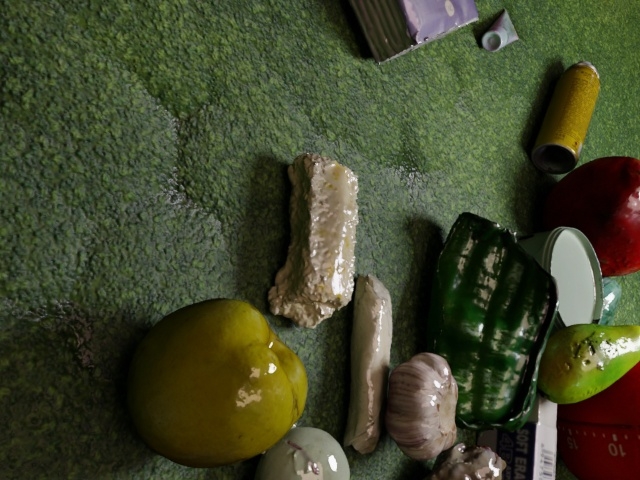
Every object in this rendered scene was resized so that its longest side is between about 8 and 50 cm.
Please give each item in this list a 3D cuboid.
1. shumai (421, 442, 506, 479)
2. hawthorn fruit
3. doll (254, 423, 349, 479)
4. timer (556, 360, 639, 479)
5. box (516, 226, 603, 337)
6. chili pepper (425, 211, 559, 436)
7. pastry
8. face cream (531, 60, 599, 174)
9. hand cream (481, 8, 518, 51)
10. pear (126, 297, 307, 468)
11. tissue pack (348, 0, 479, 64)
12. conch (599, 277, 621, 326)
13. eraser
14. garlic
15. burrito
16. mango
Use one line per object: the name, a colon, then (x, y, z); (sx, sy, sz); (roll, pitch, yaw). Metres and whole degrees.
shumai: (0.217, 0.441, 0.967); (0.185, 0.218, 0.184); (-101, 168, -63)
hawthorn fruit: (0.649, -0.061, 1.294); (0.265, 0.307, 0.265); (10, 60, -17)
doll: (-0.001, 0.347, 0.785); (0.155, 0.113, 0.275); (-32, 104, -37)
timer: (0.658, 0.347, 1.187); (0.378, 0.378, 0.279); (3, 77, -41)
box: (0.454, 0.092, 1.207); (0.226, 0.149, 0.226); (9, 76, -41)
chili pepper: (0.294, 0.145, 1.044); (0.167, 0.213, 0.385); (58, 39, -78)
pastry: (-0.005, -0.003, 0.866); (0.121, 0.089, 0.258); (18, 68, -25)
face cream: (0.606, -0.316, 1.441); (0.105, 0.105, 0.348); (46, 57, -26)
hand cream: (0.413, -0.471, 1.344); (0.174, 0.047, 0.076); (-45, 112, -46)
pear: (-0.119, 0.162, 0.671); (0.200, 0.200, 0.200); (8, 77, -40)
tissue pack: (0.128, -0.510, 1.039); (0.242, 0.125, 0.343); (-35, 106, -39)
conch: (0.631, 0.165, 1.370); (0.176, 0.122, 0.188); (18, 72, -60)
eraser: (0.354, 0.419, 1.078); (0.081, 0.124, 0.279); (25, 67, -37)
garlic: (0.151, 0.254, 0.908); (0.147, 0.102, 0.159); (-36, 119, -49)
burrito: (0.075, 0.188, 0.917); (0.082, 0.059, 0.275); (26, 66, -51)
mango: (0.482, 0.207, 1.062); (0.233, 0.111, 0.125); (-23, 124, -11)
